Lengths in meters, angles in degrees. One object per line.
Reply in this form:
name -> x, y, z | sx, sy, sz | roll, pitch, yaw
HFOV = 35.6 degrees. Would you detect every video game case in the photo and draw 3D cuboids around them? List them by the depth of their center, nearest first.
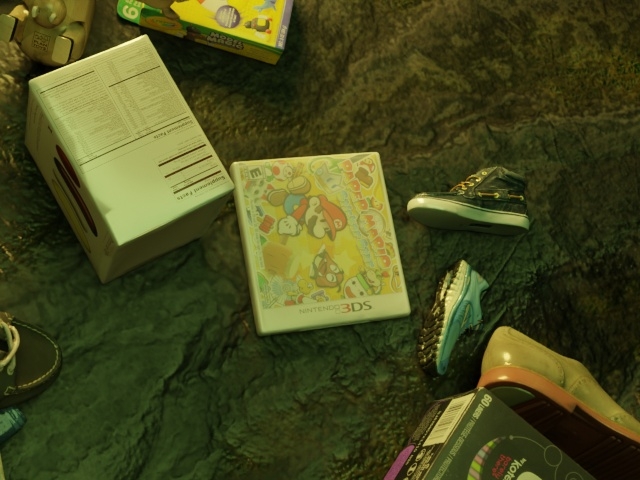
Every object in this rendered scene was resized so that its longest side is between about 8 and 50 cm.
video game case -> 0.000, 0.000, 1.291 | 0.206, 0.026, 0.227 | -6, 76, -20

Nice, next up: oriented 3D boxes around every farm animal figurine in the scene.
farm animal figurine -> -0.268, -0.337, 1.191 | 0.330, 0.172, 0.327 | 36, 102, -10

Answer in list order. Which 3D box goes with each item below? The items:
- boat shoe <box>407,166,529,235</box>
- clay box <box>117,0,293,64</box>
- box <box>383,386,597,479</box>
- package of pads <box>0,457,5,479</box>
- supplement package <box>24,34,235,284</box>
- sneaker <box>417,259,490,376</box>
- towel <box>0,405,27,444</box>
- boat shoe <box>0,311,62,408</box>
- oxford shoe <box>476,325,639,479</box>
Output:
boat shoe -> 0.200, -0.060, 1.357 | 0.183, 0.065, 0.083 | 8, 71, -23
clay box -> -0.148, -0.328, 1.324 | 0.222, 0.053, 0.127 | 14, 71, -14
box -> 0.227, 0.328, 1.205 | 0.270, 0.143, 0.165 | 39, 67, -4
package of pads -> -0.414, 0.325, 0.971 | 0.229, 0.101, 0.296 | -11, 101, -20
supplement package -> -0.227, -0.087, 1.151 | 0.149, 0.194, 0.203 | -28, 84, -22
sneaker -> 0.182, 0.107, 1.300 | 0.073, 0.063, 0.162 | 29, 68, -12
towel -> -0.391, 0.212, 1.100 | 0.119, 0.029, 0.067 | -36, 87, -24
boat shoe -> -0.391, 0.113, 1.013 | 0.335, 0.095, 0.112 | 13, 61, -47
oxford shoe -> 0.356, 0.226, 1.294 | 0.348, 0.123, 0.130 | 35, 42, -18
